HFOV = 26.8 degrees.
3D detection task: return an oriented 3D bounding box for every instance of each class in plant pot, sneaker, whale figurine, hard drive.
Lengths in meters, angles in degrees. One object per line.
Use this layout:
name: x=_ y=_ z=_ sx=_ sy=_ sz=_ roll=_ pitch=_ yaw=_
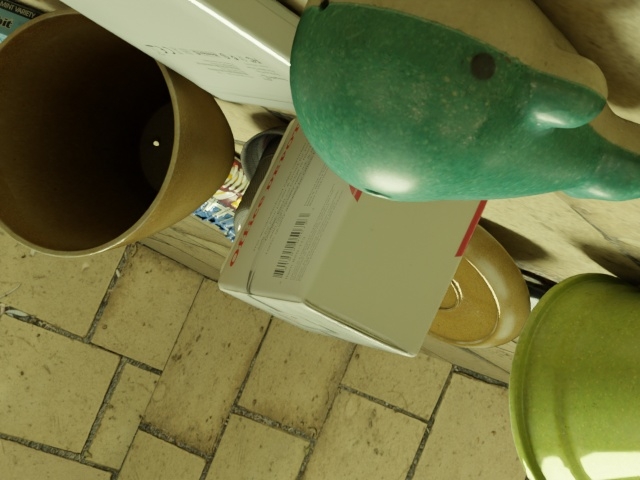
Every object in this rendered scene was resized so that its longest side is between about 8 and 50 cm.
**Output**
plant pot: x=-0.195 y=-0.104 z=1.394 sx=0.237 sy=0.237 sz=0.254 roll=21 pitch=-172 yaw=20
sneaker: x=-0.127 y=-0.044 z=1.865 sx=0.211 sy=0.081 sz=0.080 roll=9 pitch=160 yaw=-3
plant pot: x=0.141 y=0.048 z=1.611 sx=0.236 sy=0.032 sz=0.236 roll=26 pitch=144 yaw=21
whale figurine: x=0.102 y=-0.073 z=0.868 sx=0.272 sy=0.141 sz=0.216 roll=27 pitch=172 yaw=-29
plant pot: x=0.381 y=0.165 z=1.397 sx=0.276 sy=0.276 sz=0.254 roll=28 pitch=160 yaw=-31
sneaker: x=-0.130 y=-0.086 z=1.790 sx=0.185 sy=0.070 sz=0.084 roll=23 pitch=178 yaw=-8
hard drive: x=-0.137 y=-0.200 z=1.077 sx=0.353 sy=0.047 sz=0.233 roll=29 pitch=171 yaw=-41

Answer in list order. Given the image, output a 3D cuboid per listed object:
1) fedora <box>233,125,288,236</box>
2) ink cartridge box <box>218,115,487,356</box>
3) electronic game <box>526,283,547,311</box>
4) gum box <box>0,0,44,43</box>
fedora: x=0.000 y=0.000 z=1.507 sx=0.243 sy=0.124 sz=0.275 roll=15 pitch=151 yaw=34
ink cartridge box: x=0.029 y=-0.019 z=1.227 sx=0.117 sy=0.207 sz=0.283 roll=27 pitch=173 yaw=-17
electronic game: x=0.287 y=0.089 z=1.835 sx=0.229 sy=0.048 sz=0.229 roll=24 pitch=173 yaw=3
gum box: x=-0.336 y=-0.226 z=1.526 sx=0.157 sy=0.041 sz=0.184 roll=22 pitch=174 yaw=10
